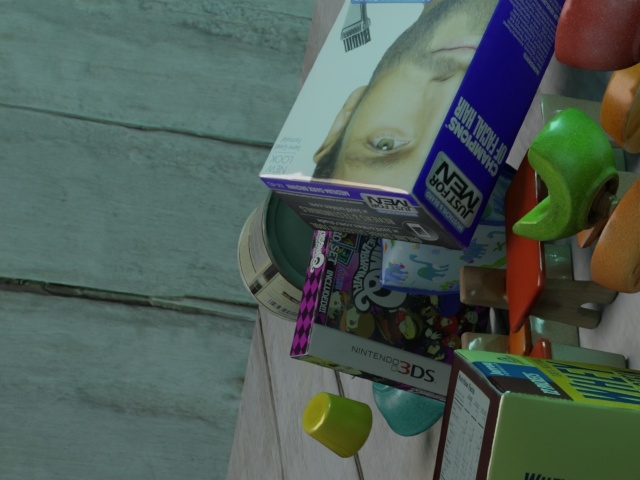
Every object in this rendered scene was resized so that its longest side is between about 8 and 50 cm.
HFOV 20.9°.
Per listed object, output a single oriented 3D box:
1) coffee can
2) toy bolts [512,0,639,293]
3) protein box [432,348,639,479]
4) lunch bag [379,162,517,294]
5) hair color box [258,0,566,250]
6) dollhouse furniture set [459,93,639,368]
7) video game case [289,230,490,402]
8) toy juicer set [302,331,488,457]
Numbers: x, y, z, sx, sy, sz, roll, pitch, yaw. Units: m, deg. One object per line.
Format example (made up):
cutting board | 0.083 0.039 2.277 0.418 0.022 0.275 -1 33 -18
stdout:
coffee can | 0.000 0.000 2.389 0.275 0.201 0.202 139 138 -76
toy bolts | 0.261 -0.089 1.212 0.218 0.158 0.228 -40 -32 -34
protein box | 0.178 0.190 1.114 0.136 0.199 0.201 -133 52 -78
lunch bag | 0.143 -0.012 1.665 0.129 0.151 0.096 111 165 -53
hair color box | 0.103 -0.167 1.595 0.185 0.110 0.339 8 66 41
dollhouse furniture set | 0.176 0.042 1.461 0.262 0.135 0.259 109 165 -52
video game case | 0.084 0.032 1.757 0.042 0.210 0.232 -9 65 57
toy juicer set | 0.118 0.120 1.953 0.329 0.089 0.209 -24 45 50
